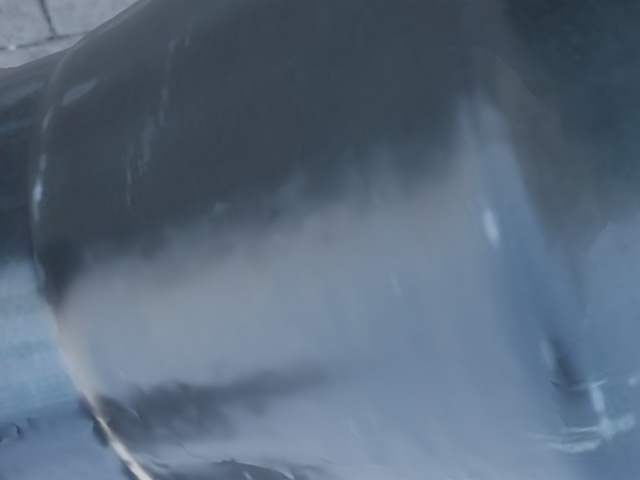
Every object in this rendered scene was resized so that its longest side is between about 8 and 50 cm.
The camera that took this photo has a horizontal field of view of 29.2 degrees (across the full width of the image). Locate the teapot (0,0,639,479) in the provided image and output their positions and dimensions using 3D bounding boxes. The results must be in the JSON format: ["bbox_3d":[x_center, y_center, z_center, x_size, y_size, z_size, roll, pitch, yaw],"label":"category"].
[{"bbox_3d":[0.000,0.000,0.549,0.361,0.306,0.376,-13,172,18],"label":"teapot"}]

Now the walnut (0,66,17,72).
[{"bbox_3d":[-0.270,-0.005,1.151,0.332,0.333,0.333,-12,157,-5],"label":"walnut"}]
